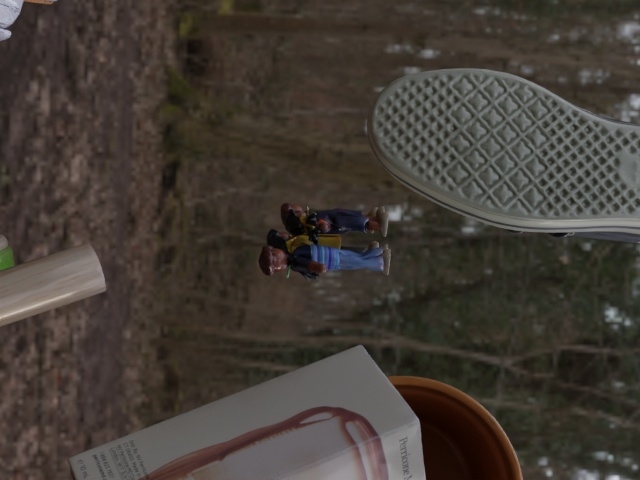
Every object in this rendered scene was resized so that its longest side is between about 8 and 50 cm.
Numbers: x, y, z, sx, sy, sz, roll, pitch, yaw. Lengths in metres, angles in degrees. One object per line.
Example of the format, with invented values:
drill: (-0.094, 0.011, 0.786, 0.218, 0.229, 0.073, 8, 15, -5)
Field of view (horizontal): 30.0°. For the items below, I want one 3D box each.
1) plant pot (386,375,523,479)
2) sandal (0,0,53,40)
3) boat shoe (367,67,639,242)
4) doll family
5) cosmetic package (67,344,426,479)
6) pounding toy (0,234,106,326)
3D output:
plant pot: (0.108, 0.324, 1.534, 0.203, 0.290, 0.291, 66, 23, -80)
sandal: (-0.305, -0.205, 1.047, 0.265, 0.101, 0.076, -24, 129, -74)
boat shoe: (0.292, -0.087, 1.468, 0.156, 0.500, 0.187, 148, -50, -75)
doll family: (0.000, 0.000, 1.076, 0.193, 0.111, 0.076, 160, -66, -85)
cosmetic package: (-0.061, 0.232, 1.090, 0.129, 0.296, 0.153, 49, -25, 51)
pounding toy: (-0.188, 0.066, 0.430, 0.237, 0.182, 0.110, 3, -77, 59)
